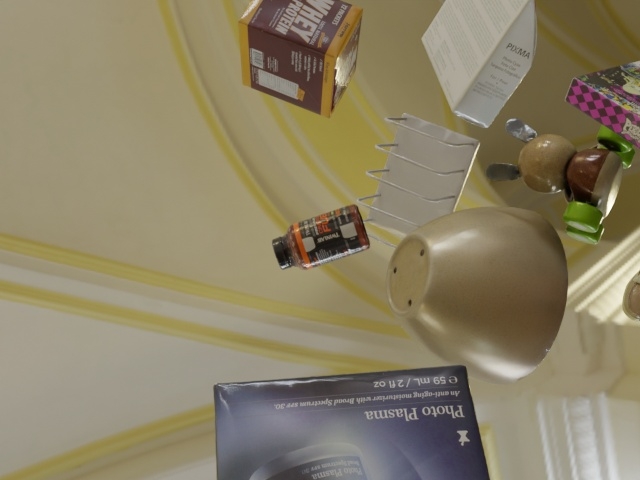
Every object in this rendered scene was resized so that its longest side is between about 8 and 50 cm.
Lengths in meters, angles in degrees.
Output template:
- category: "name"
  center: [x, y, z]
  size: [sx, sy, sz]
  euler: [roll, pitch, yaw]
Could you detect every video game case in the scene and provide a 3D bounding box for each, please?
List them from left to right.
- category: "video game case"
  center: [0.472, -0.158, 1.084]
  size: [0.210, 0.232, 0.042]
  euler: [-18, -43, -35]

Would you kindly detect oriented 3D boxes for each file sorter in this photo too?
- category: "file sorter"
  center: [0.204, -0.125, 1.898]
  size: [0.173, 0.193, 0.278]
  euler: [-18, -51, -63]

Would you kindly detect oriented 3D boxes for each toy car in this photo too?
- category: "toy car"
  center: [0.347, -0.106, 1.242]
  size: [0.155, 0.188, 0.149]
  euler: [-66, -22, -5]

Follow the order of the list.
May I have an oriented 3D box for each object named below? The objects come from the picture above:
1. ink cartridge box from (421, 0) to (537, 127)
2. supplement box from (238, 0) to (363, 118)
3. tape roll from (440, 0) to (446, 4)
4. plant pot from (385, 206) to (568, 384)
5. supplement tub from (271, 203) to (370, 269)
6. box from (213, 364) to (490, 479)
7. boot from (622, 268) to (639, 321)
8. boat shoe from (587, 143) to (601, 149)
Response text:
- category: "ink cartridge box"
  center: [0.347, -0.447, 1.551]
  size: [0.091, 0.385, 0.308]
  euler: [21, -146, -21]
- category: "supplement box"
  center: [-0.038, -0.366, 1.596]
  size: [0.191, 0.194, 0.129]
  euler: [95, -161, -63]
- category: "tape roll"
  center: [0.332, -0.619, 1.847]
  size: [0.072, 0.219, 0.219]
  euler: [37, -117, -26]
- category: "plant pot"
  center: [0.214, 0.069, 1.303]
  size: [0.191, 0.284, 0.284]
  euler: [13, -100, -23]
- category: "supplement tub"
  center: [0.000, 0.000, 1.776]
  size: [0.106, 0.198, 0.106]
  euler: [-19, -90, -87]
- category: "box"
  center: [0.037, 0.314, 0.931]
  size: [0.183, 0.296, 0.294]
  euler: [94, 170, -56]
- category: "boot"
  center: [0.728, 0.062, 1.784]
  size: [0.213, 0.077, 0.165]
  euler: [-51, -15, -19]
- category: "boat shoe"
  center: [0.516, -0.169, 1.511]
  size: [0.049, 0.137, 0.043]
  euler: [-37, -97, -28]
